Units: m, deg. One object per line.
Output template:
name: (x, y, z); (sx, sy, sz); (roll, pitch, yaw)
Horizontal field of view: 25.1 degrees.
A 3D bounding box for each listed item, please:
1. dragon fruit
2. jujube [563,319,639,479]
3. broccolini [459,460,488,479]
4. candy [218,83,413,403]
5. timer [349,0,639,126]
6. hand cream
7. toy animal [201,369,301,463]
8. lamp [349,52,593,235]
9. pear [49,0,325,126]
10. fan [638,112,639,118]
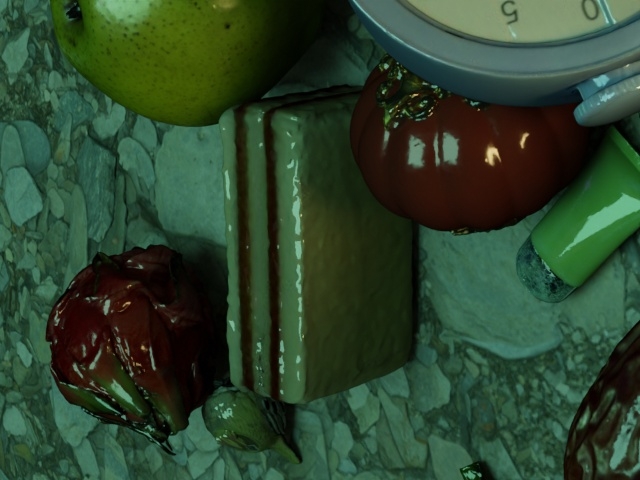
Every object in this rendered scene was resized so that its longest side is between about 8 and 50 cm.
dragon fruit: (-0.217, 0.134, 1.751); (0.293, 0.234, 0.233); (52, 134, 51)
jujube: (0.299, 0.164, 1.223); (0.183, 0.183, 0.243); (36, 122, 38)
broccolini: (0.197, 0.325, 1.481); (0.091, 0.068, 0.202); (-29, 60, 34)
candy: (0.000, 0.000, 1.524); (0.135, 0.179, 0.320); (9, 104, 47)
timer: (0.181, -0.277, 1.145); (0.395, 0.173, 0.394); (-1, 83, 9)
hand cream: (0.250, -0.014, 1.349); (0.175, 0.046, 0.095); (-52, 59, 32)
toy animal: (-0.075, 0.210, 1.736); (0.098, 0.137, 0.098); (-57, 16, 26)
lamp: (0.140, -0.102, 1.326); (0.227, 0.227, 0.226); (12, 106, 46)
pear: (-0.142, -0.258, 1.536); (0.294, 0.294, 0.294); (12, 106, 46)
fan: (0.324, -0.108, 1.275); (0.085, 0.005, 0.133); (-36, 70, 44)
